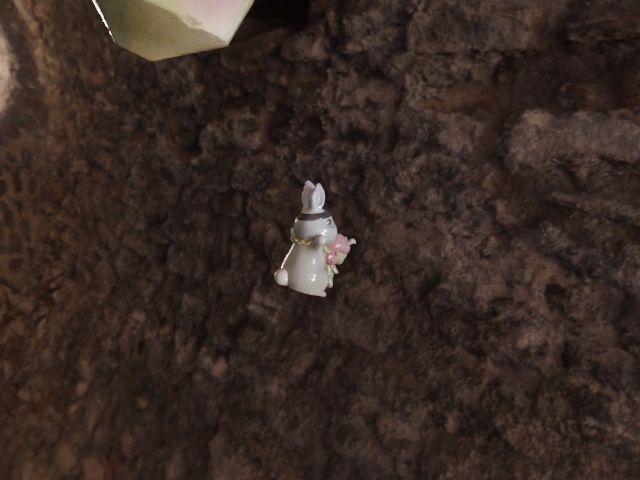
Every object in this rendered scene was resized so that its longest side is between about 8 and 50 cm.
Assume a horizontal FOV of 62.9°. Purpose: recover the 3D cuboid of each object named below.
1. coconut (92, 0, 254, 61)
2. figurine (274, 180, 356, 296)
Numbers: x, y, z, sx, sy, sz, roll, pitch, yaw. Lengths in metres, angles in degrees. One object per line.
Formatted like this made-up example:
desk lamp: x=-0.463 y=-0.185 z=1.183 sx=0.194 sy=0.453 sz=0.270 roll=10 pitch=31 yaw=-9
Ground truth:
coconut: x=-0.222 y=-0.379 z=0.748 sx=0.259 sy=0.259 sz=0.259 roll=18 pitch=-67 yaw=48
figurine: x=-0.005 y=-0.001 z=0.731 sx=0.081 sy=0.098 sz=0.146 roll=17 pitch=-91 yaw=36
